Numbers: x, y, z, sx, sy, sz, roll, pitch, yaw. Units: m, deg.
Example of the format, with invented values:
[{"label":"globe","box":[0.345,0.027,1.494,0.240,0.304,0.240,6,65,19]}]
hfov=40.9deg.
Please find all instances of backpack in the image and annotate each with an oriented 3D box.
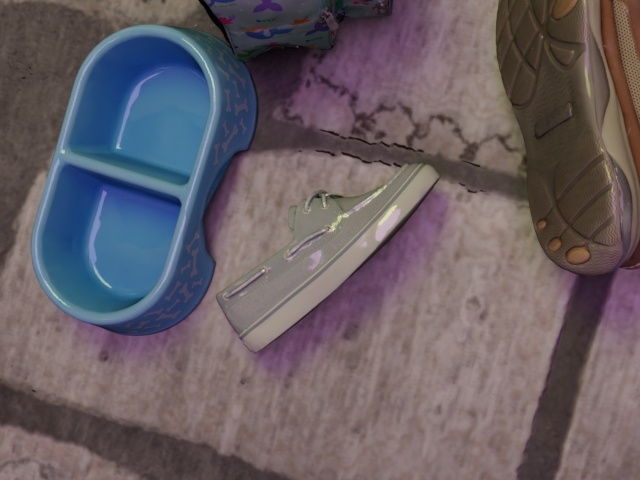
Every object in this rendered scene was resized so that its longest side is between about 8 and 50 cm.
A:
[{"label":"backpack","box":[-0.036,-0.268,0.664,0.191,0.253,0.225,-9,87,11]}]

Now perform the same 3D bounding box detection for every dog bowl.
[{"label":"dog bowl","box":[-0.165,-0.057,0.777,0.166,0.074,0.297,17,92,11]}]

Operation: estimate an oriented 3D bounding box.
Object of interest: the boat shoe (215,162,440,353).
[{"label":"boat shoe","box":[0.000,0.000,0.741,0.227,0.079,0.081,-42,86,11]}]

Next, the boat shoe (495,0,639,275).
[{"label":"boat shoe","box":[0.226,-0.131,0.694,0.117,0.123,0.324,0,80,-23]}]
